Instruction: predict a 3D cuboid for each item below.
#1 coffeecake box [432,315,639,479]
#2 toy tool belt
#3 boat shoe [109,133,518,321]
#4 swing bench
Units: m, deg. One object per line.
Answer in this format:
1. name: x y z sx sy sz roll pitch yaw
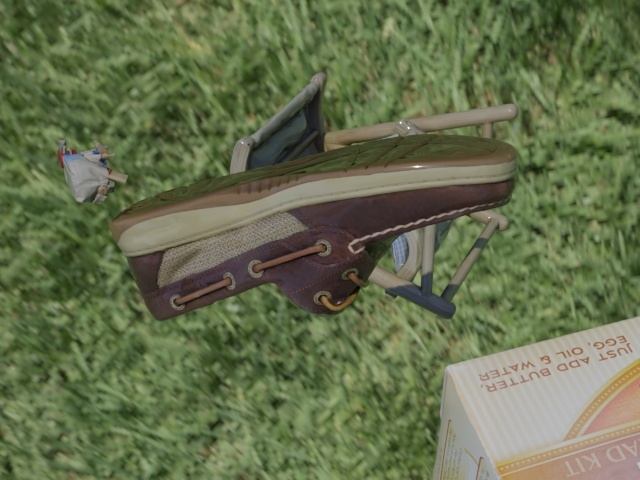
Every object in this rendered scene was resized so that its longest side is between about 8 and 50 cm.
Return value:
1. coffeecake box: 0.125 0.100 0.361 0.142 0.068 0.185 -13 47 -13
2. toy tool belt: -0.210 -0.066 1.438 0.051 0.052 0.083 -13 30 -16
3. boat shoe: 0.000 0.000 1.230 0.342 0.123 0.123 -12 102 20
4. swing bench: 0.060 -0.058 1.698 0.255 0.253 0.165 10 116 17
